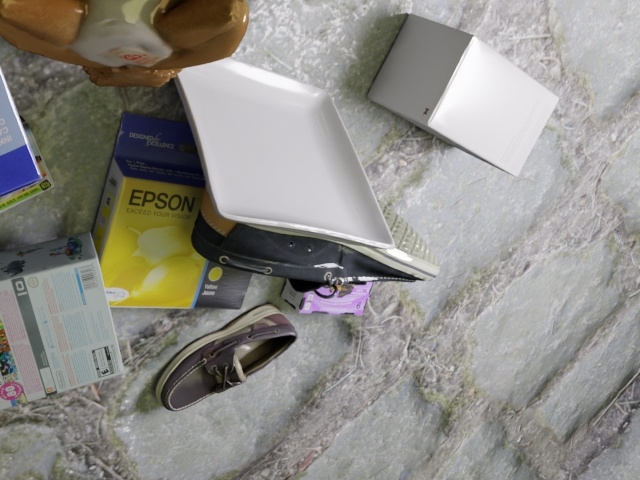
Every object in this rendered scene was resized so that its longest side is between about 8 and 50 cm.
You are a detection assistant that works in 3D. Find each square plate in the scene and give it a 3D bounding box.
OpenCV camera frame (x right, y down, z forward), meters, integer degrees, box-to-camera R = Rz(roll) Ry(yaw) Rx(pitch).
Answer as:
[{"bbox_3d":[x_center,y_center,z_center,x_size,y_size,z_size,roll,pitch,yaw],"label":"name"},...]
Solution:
[{"bbox_3d":[-0.069,-0.138,1.348,0.344,0.347,0.049,10,138,-41],"label":"square plate"}]

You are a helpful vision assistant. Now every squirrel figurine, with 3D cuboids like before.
[{"bbox_3d":[-0.233,-0.398,1.084,0.280,0.397,0.371,-1,84,-5],"label":"squirrel figurine"}]

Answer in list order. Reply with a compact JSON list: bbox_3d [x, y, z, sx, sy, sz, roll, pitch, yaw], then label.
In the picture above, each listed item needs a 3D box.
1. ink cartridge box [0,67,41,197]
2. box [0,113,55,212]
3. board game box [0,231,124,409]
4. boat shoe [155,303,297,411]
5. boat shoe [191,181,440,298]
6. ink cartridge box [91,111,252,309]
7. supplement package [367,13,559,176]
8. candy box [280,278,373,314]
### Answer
[{"bbox_3d":[-0.464,-0.203,1.007,0.151,0.270,0.396,-27,128,-20],"label":"ink cartridge box"},{"bbox_3d":[-0.490,-0.081,1.219,0.207,0.036,0.114,-30,129,-22],"label":"box"},{"bbox_3d":[-0.462,0.132,1.275,0.303,0.097,0.224,-14,123,-17],"label":"board game box"},{"bbox_3d":[-0.169,0.224,1.606,0.285,0.092,0.103,-32,130,-21],"label":"boat shoe"},{"bbox_3d":[0.000,0.000,1.476,0.500,0.187,0.156,13,124,-39],"label":"boat shoe"},{"bbox_3d":[-0.219,-0.033,1.441,0.303,0.072,0.307,5,112,-40],"label":"ink cartridge box"},{"bbox_3d":[0.268,-0.266,1.619,0.293,0.177,0.175,20,101,-44],"label":"supplement package"},{"bbox_3d":[0.032,0.041,1.678,0.164,0.070,0.196,6,110,-39],"label":"candy box"}]
